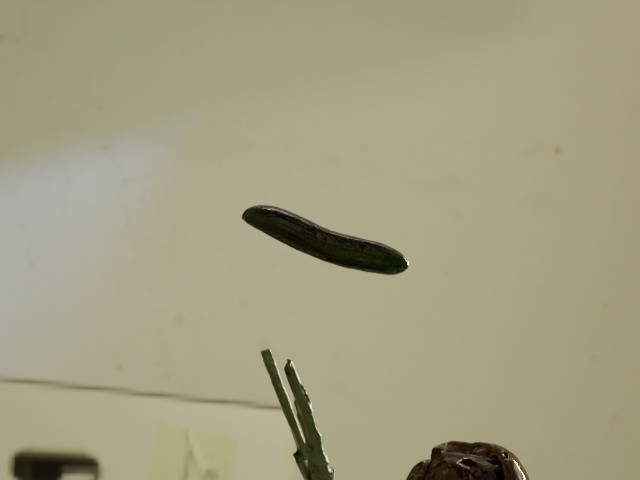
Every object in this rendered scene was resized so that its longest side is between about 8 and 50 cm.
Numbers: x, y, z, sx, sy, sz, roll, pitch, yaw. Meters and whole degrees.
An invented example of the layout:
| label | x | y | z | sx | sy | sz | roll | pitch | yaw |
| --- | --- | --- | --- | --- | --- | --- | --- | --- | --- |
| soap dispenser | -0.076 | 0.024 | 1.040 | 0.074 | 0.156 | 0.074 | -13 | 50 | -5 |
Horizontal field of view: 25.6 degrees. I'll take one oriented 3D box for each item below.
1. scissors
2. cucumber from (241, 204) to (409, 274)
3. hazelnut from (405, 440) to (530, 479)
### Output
| label | x | y | z | sx | sy | sz | roll | pitch | yaw |
| --- | --- | --- | --- | --- | --- | --- | --- | --- | --- |
| scissors | 0.021 | 0.278 | 1.266 | 0.256 | 0.029 | 0.383 | 156 | -87 | -79 |
| cucumber | 0.000 | 0.000 | 2.066 | 0.056 | 0.284 | 0.056 | -44 | 144 | -45 |
| hazelnut | 0.213 | 0.385 | 2.054 | 0.170 | 0.202 | 0.160 | -100 | 165 | -52 |
